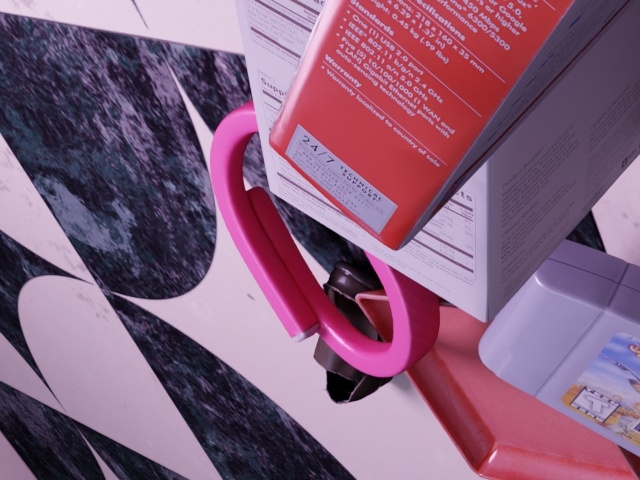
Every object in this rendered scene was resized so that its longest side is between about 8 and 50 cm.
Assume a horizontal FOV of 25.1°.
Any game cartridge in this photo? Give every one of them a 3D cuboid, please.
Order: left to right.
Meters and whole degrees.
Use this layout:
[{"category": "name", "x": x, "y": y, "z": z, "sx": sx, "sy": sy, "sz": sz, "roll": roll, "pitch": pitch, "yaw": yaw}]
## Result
[{"category": "game cartridge", "x": 0.277, "y": 0.113, "z": 1.112, "sx": 0.297, "sy": 0.062, "sz": 0.198, "roll": 29, "pitch": 157, "yaw": 6}]

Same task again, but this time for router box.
[{"category": "router box", "x": 0.142, "y": -0.182, "z": 0.594, "sx": 0.082, "sy": 0.335, "sz": 0.301, "roll": 42, "pitch": 154, "yaw": 6}]

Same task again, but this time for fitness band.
[{"category": "fitness band", "x": 0.000, "y": 0.000, "z": 1.346, "sx": 0.291, "sy": 0.054, "sz": 0.209, "roll": 59, "pitch": 148, "yaw": -3}]

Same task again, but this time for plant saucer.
[{"category": "plant saucer", "x": 0.184, "y": 0.140, "z": 1.363, "sx": 0.259, "sy": 0.048, "sz": 0.258, "roll": 2, "pitch": 132, "yaw": 54}]

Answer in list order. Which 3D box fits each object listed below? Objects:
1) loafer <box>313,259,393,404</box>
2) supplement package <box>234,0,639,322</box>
[{"category": "loafer", "x": 0.035, "y": 0.107, "z": 1.498, "sx": 0.080, "sy": 0.078, "sz": 0.220, "roll": 30, "pitch": 152, "yaw": 28}, {"category": "supplement package", "x": 0.086, "y": -0.131, "z": 0.911, "sx": 0.198, "sy": 0.199, "sz": 0.263, "roll": 32, "pitch": 152, "yaw": 27}]
